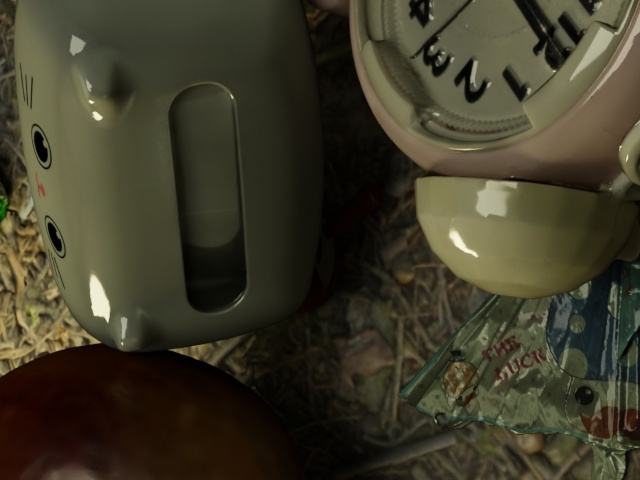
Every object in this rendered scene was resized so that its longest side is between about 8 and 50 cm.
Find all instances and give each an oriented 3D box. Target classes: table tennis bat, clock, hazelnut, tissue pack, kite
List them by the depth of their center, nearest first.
[{"bbox_3d":[0.159,-0.163,0.889,0.342,0.184,0.326,-55,42,34],"label":"clock"},{"bbox_3d":[0.214,0.111,0.972,0.406,0.014,0.368,5,91,41],"label":"kite"},{"bbox_3d":[-0.113,-0.077,1.042,0.236,0.229,0.333,-113,18,-56],"label":"tissue pack"},{"bbox_3d":[-0.154,0.257,1.090,0.372,0.315,0.372,-10,74,39],"label":"hazelnut"},{"bbox_3d":[0.000,0.000,1.164,0.155,0.019,0.098,-40,62,36],"label":"table tennis bat"}]

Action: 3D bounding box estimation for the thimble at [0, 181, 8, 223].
[{"bbox_3d":[-0.407,-0.042,1.458,0.130,0.118,0.090,-36,59,5],"label":"thimble"}]

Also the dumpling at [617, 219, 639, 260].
[{"bbox_3d":[0.191,-0.014,0.965,0.077,0.043,0.059,11,76,48],"label":"dumpling"}]
